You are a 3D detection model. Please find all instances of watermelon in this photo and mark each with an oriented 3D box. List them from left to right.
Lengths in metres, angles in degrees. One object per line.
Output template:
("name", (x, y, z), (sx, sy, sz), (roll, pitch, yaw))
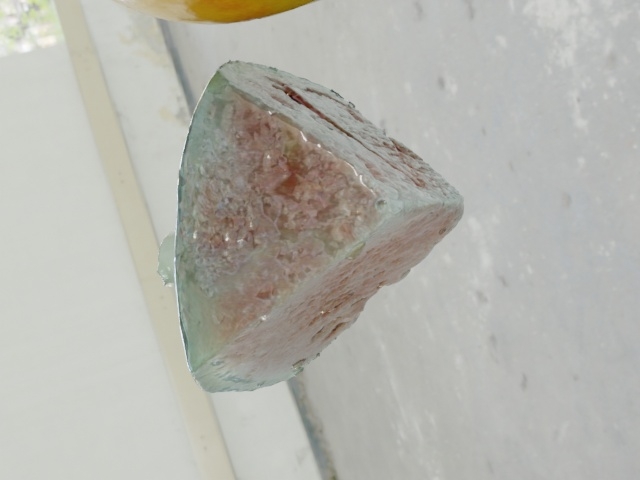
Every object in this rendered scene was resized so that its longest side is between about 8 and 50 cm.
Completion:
("watermelon", (0.000, 0.000, 0.663), (0.213, 0.201, 0.262), (2, -84, -65))

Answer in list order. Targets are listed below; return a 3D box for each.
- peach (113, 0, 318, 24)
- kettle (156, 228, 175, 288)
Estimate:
("peach", (-0.078, -0.286, 0.503), (0.308, 0.289, 0.289), (57, 175, -30))
("kettle", (-0.123, 0.007, 1.119), (0.148, 0.127, 0.098), (-9, 144, 45))
